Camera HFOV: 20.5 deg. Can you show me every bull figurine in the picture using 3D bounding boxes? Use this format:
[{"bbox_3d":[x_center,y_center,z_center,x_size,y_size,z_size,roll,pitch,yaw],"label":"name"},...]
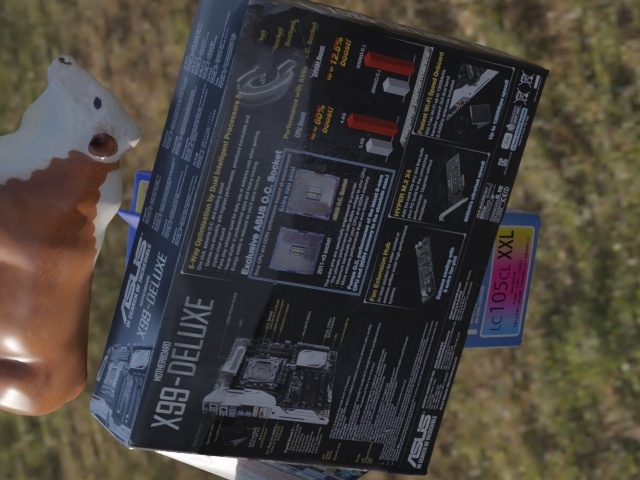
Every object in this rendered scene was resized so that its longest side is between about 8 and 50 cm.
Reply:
[{"bbox_3d":[-0.235,0.007,1.292,0.101,0.188,0.310,-92,10,-55],"label":"bull figurine"}]

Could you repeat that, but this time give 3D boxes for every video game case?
[{"bbox_3d":[-0.051,0.208,1.823,0.183,0.201,0.023,-42,31,50],"label":"video game case"}]

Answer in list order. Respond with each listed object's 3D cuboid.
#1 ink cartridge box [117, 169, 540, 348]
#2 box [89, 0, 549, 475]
[{"bbox_3d":[-0.015,0.019,1.783,0.270,0.395,0.151,14,102,51],"label":"ink cartridge box"},{"bbox_3d":[0.000,0.000,1.199,0.076,0.242,0.307,32,109,57],"label":"box"}]
